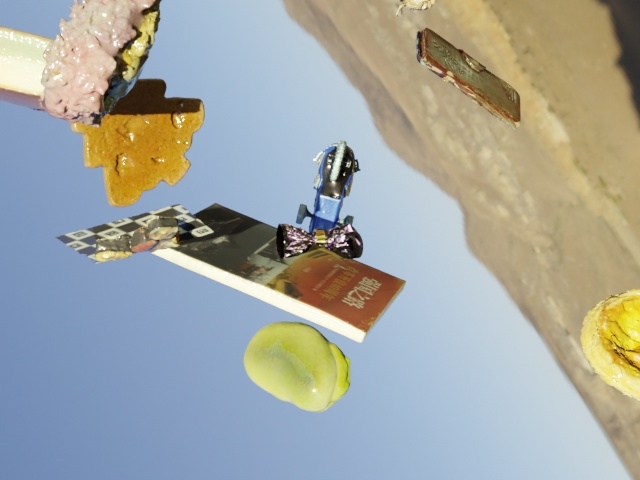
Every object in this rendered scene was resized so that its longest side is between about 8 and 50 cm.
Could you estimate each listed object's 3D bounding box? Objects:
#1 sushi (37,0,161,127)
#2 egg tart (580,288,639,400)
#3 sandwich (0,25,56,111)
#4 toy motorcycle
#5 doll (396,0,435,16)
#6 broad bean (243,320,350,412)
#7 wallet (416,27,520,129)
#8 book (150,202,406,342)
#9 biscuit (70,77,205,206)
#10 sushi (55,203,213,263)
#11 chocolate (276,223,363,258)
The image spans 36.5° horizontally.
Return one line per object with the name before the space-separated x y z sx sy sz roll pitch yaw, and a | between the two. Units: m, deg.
sushi | -0.259 -0.249 1.187 0.107 0.241 0.161 25 167 -14
egg tart | 0.620 0.220 1.802 0.290 0.290 0.115 -112 22 -43
sandwich | -0.499 -0.282 1.568 0.186 0.108 0.220 14 176 -40
toy motorcycle | 0.020 -0.090 1.984 0.169 0.113 0.315 -78 1 -51
doll | 0.194 -0.578 2.081 0.105 0.115 0.221 41 -146 -39
broad bean | -0.034 0.193 1.496 0.174 0.124 0.082 34 173 19
wallet | 0.269 -0.296 1.743 0.232 0.031 0.122 30 -142 -18
book | -0.064 0.041 1.569 0.373 0.028 0.262 22 -160 12
biscuit | -0.372 -0.229 1.896 0.301 0.278 0.043 49 167 -26
sushi | -0.268 0.006 1.405 0.139 0.200 0.031 46 -149 -67
chocolate | 0.000 -0.002 1.592 0.072 0.147 0.070 123 139 -54
